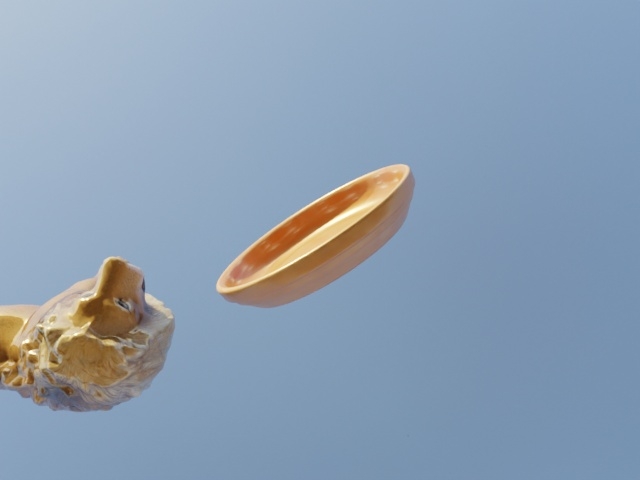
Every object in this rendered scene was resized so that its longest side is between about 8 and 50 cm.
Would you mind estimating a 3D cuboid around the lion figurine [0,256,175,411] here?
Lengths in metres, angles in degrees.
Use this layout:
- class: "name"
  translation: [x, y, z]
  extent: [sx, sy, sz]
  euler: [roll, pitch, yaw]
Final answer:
- class: "lion figurine"
  translation: [-0.313, 0.095, 0.670]
  extent: [0.393, 0.240, 0.142]
  euler: [-9, -78, 10]

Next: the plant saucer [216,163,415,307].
- class: "plant saucer"
  translation: [0.000, 0.000, 0.612]
  extent: [0.200, 0.200, 0.037]
  euler: [-34, -79, -3]
